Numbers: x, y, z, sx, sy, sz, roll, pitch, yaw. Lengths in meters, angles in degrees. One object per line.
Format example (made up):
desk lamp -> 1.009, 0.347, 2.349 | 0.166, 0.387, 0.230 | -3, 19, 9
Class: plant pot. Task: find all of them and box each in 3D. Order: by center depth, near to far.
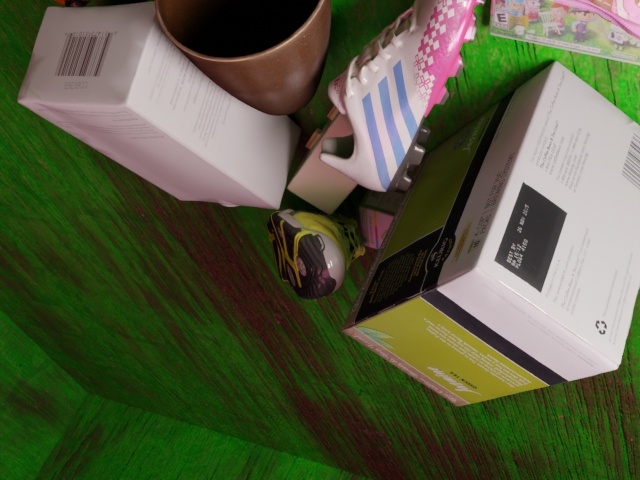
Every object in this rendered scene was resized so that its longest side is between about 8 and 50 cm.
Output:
plant pot -> -0.074, -0.264, 1.119 | 0.215, 0.215, 0.230 | 17, 163, 17

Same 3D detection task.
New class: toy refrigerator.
toy refrigerator -> 0.042, -0.151, 1.279 | 0.094, 0.102, 0.269 | 30, 151, -6

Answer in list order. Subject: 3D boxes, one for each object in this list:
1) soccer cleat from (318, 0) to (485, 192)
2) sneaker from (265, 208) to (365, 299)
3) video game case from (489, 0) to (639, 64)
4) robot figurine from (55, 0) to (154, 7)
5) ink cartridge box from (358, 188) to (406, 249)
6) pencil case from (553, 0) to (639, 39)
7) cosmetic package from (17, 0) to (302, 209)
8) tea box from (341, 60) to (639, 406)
soccer cleat -> 0.090, -0.204, 1.037 | 0.143, 0.116, 0.331 | 21, 124, 0
sneaker -> 0.000, 0.000, 1.412 | 0.384, 0.147, 0.145 | -144, 38, -78
video game case -> 0.294, -0.283, 0.941 | 0.212, 0.023, 0.193 | 17, 149, 18
robot figurine -> -0.272, -0.358, 1.224 | 0.290, 0.085, 0.211 | 0, 142, 40
ink cartridge box -> 0.172, -0.017, 1.424 | 0.209, 0.062, 0.109 | 17, 149, 17
pencil case -> 0.205, -0.309, 0.809 | 0.386, 0.160, 0.167 | 23, 125, 12
cosmetic package -> -0.219, -0.184, 1.273 | 0.217, 0.156, 0.385 | 8, 167, 29
tea box -> 0.241, 0.007, 1.134 | 0.220, 0.329, 0.323 | 34, 151, -14
